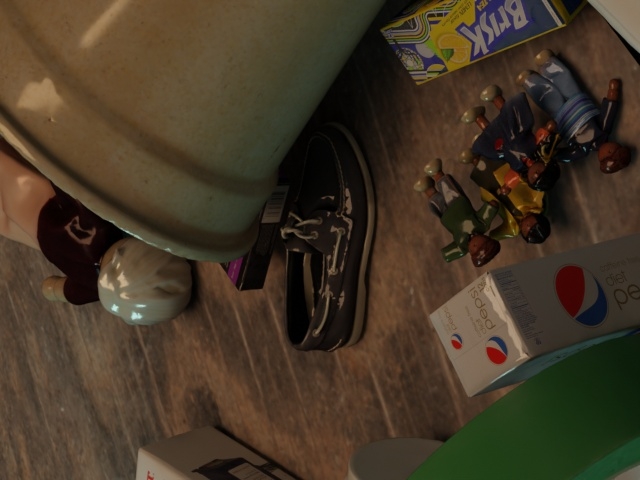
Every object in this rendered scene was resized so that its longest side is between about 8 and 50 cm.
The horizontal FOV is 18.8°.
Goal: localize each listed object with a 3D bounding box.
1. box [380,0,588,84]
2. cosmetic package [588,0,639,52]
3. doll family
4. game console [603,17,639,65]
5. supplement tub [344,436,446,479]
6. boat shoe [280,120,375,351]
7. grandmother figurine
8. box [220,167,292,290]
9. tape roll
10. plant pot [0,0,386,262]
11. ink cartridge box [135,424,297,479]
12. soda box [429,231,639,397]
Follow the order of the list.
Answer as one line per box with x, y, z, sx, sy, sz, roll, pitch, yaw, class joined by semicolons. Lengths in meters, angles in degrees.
0.129;-0.178;1.505;0.169;0.054;0.059;-19;112;48;box
0.241;-0.364;1.138;0.394;0.329;0.327;50;133;26;cosmetic package
0.161;-0.056;1.502;0.111;0.076;0.193;56;132;29;doll family
0.246;-0.158;1.376;0.085;0.124;0.144;-40;68;17;game console
0.075;0.282;1.630;0.144;0.144;0.200;24;117;42;supplement tub
0.000;0.000;1.697;0.075;0.065;0.206;15;110;48;boat shoe
-0.258;-0.019;1.961;0.342;0.104;0.208;32;150;35;grandmother figurine
-0.083;-0.046;1.777;0.162;0.029;0.116;51;134;45;box
0.154;0.206;1.389;0.077;0.321;0.321;50;132;28;tape roll
-0.089;-0.205;1.558;0.305;0.334;0.334;-48;63;18;plant pot
-0.073;0.305;1.831;0.237;0.100;0.172;27;119;41;ink cartridge box
0.185;0.048;1.393;0.074;0.216;0.069;-40;69;45;soda box
